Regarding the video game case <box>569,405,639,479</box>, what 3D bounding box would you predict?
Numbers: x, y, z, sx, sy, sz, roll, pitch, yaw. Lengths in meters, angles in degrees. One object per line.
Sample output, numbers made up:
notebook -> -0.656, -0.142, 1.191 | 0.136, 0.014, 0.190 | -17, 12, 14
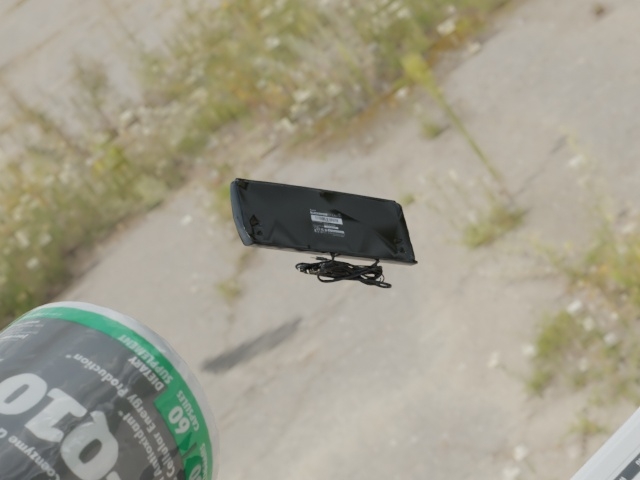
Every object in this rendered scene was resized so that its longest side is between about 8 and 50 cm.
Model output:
video game case -> 0.148, 0.195, 0.651 | 0.227, 0.026, 0.206 | -44, 58, -7

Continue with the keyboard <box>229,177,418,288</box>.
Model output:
keyboard -> 0.000, 0.000, 1.503 | 0.038, 0.192, 0.100 | -47, 46, 45

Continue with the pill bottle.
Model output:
pill bottle -> -0.235, 0.204, 1.073 | 0.204, 0.204, 0.361 | -25, 11, 35
